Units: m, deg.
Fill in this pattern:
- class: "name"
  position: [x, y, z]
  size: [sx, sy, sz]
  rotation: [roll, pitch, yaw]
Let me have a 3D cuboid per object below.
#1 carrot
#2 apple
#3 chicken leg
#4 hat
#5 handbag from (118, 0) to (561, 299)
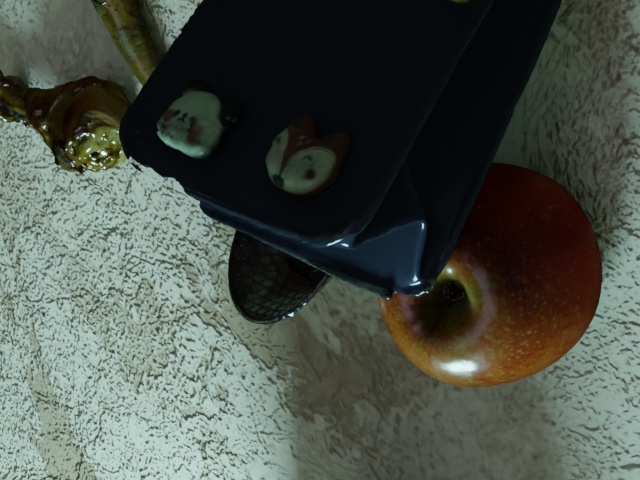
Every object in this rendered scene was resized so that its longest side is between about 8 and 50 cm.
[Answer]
- class: "carrot"
  position: [-0.180, -0.188, 1.409]
  size: [0.049, 0.049, 0.254]
  rotation: [-28, 90, 43]
- class: "apple"
  position: [0.138, 0.027, 1.125]
  size: [0.181, 0.168, 0.181]
  rotation: [6, 101, 35]
- class: "chicken leg"
  position: [-0.291, -0.139, 1.501]
  size: [0.251, 0.087, 0.107]
  rotation: [22, 97, 41]
- class: "hat"
  position: [0.000, 0.000, 1.298]
  size: [0.193, 0.082, 0.193]
  rotation: [-33, 45, 41]
- class: "handbag"
  position: [0.015, -0.151, 1.100]
  size: [0.303, 0.122, 0.329]
  rotation: [24, 86, 43]
